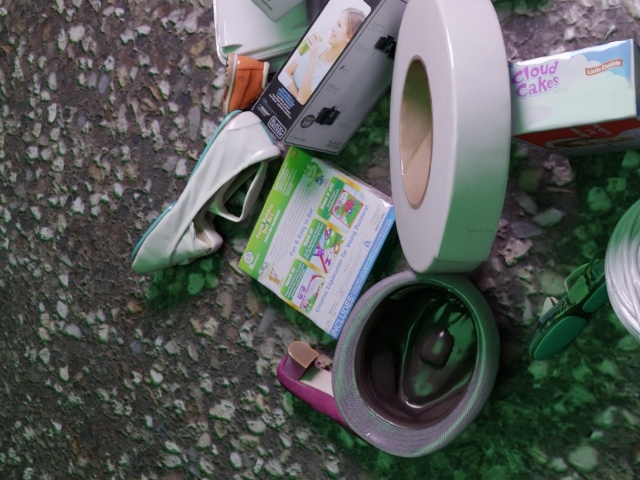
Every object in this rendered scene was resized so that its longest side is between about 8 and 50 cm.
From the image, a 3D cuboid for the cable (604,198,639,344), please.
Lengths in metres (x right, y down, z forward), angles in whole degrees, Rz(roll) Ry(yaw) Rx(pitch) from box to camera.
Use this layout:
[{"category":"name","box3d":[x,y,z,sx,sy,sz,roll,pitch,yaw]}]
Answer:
[{"category":"cable","box3d":[0.478,0.036,0.936,0.257,0.089,0.257,-26,47,15]}]

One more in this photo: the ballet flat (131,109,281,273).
[{"category":"ballet flat","box3d":[-0.211,-0.055,1.442,0.139,0.139,0.400,49,114,24]}]

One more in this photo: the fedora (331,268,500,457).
[{"category":"fedora","box3d":[0.156,0.177,1.166,0.244,0.124,0.275,22,93,29]}]

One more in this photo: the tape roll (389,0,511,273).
[{"category":"tape roll","box3d":[0.161,-0.145,1.055,0.072,0.392,0.392,0,89,-6]}]

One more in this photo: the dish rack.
[{"category":"dish rack","box3d":[-0.091,-0.475,1.388,0.285,0.072,0.333,-6,85,34]}]

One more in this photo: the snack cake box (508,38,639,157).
[{"category":"snack cake box","box3d":[0.344,-0.167,0.978,0.152,0.264,0.089,-3,88,33]}]

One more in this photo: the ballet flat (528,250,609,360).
[{"category":"ballet flat","box3d":[0.355,0.089,1.100,0.188,0.070,0.070,-49,65,21]}]

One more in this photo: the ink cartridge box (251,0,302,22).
[{"category":"ink cartridge box","box3d":[-0.009,-0.507,1.183,0.289,0.121,0.211,-33,43,23]}]

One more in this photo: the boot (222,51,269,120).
[{"category":"boot","box3d":[-0.137,-0.263,1.418,0.059,0.085,0.158,-98,17,-44]}]

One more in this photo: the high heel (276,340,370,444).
[{"category":"high heel","box3d":[0.023,0.281,1.320,0.244,0.082,0.117,35,141,14]}]

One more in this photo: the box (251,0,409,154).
[{"category":"box","box3d":[0.042,-0.281,1.241,0.087,0.169,0.290,51,117,26]}]

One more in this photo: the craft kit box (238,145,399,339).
[{"category":"craft kit box","box3d":[0.000,0.000,1.334,0.247,0.061,0.250,34,108,26]}]
